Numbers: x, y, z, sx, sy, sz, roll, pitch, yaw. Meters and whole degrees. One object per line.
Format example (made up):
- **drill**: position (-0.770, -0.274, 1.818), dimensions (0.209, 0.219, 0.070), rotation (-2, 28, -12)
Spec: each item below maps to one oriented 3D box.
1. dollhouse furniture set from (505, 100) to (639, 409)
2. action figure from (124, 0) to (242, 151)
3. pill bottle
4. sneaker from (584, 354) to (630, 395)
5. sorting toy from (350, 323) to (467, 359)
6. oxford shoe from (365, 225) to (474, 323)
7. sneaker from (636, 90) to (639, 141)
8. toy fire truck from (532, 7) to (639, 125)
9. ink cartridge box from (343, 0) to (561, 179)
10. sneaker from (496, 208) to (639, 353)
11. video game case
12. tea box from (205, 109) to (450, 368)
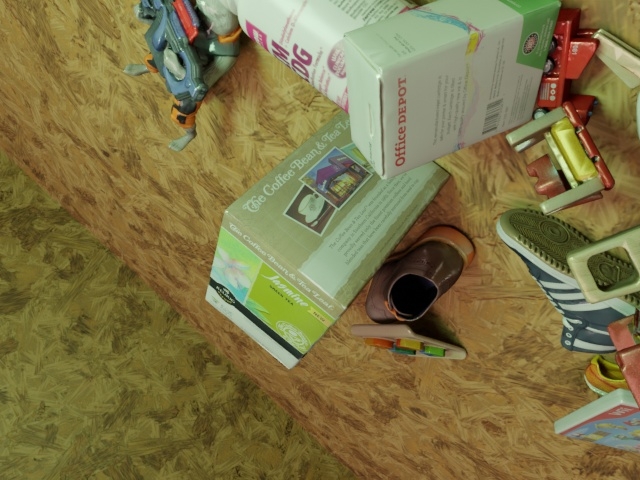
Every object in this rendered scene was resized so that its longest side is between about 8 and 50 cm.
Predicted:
- **dollhouse furniture set**: position (0.375, 0.019, 0.535), dimensions (0.152, 0.201, 0.373), rotation (-27, 79, 26)
- **action figure**: position (-0.253, -0.373, 0.871), dimensions (0.330, 0.179, 0.341), rotation (-27, 80, 48)
- **pill bottle**: position (-0.008, -0.309, 0.633), dimensions (0.283, 0.160, 0.160), rotation (39, 147, 5)
- **sneaker**: position (0.548, 0.254, 0.796), dimensions (0.175, 0.064, 0.067), rotation (18, 127, 26)
- **sorting toy**: position (0.201, 0.242, 1.088), dimensions (0.208, 0.038, 0.193), rotation (27, 156, -31)
- **oxford shoe**: position (0.160, 0.105, 0.955), dimensions (0.130, 0.132, 0.363), rotation (38, 147, 6)
- **sneaker**: position (0.438, -0.061, 0.509), dimensions (0.106, 0.123, 0.290), rotation (-33, 87, 29)
- **toy fire truck**: position (0.317, -0.206, 0.520), dimensions (0.135, 0.047, 0.192), rotation (17, 139, 34)
- **ink cartridge box**: position (0.142, -0.184, 0.542), dimensions (0.093, 0.213, 0.154), rotation (58, 168, 37)
- **sneaker**: position (0.378, 0.073, 0.730), dimensions (0.282, 0.099, 0.153), rotation (32, 144, 10)
- **video game case**: position (0.574, 0.316, 0.768), dimensions (0.286, 0.025, 0.204), rotation (13, 145, 4)
- **tea box**: position (0.000, 0.000, 0.823), dimensions (0.220, 0.329, 0.323), rotation (38, 147, 7)
